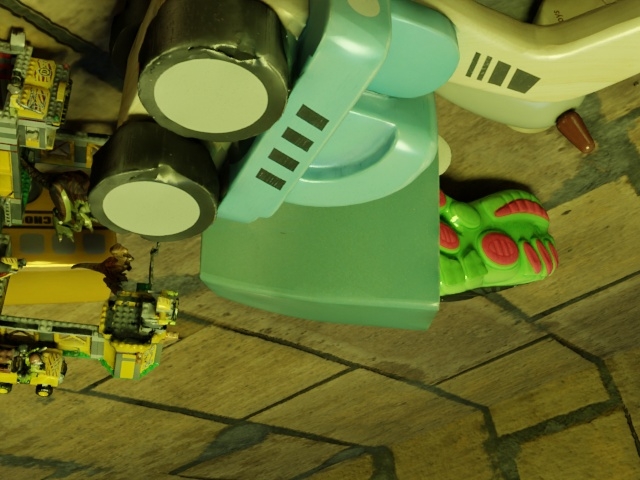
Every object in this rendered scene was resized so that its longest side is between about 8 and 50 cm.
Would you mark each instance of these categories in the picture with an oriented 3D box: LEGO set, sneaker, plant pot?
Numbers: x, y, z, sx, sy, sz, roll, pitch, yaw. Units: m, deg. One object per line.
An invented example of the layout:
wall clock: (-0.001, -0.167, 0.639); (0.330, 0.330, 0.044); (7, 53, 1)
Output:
LEGO set: (-0.232, -0.042, 0.784); (0.255, 0.331, 0.192); (14, 144, -8)
sneaker: (0.126, 0.017, 1.139); (0.483, 0.185, 0.202); (9, 151, -41)
plant pot: (0.000, 0.000, 0.881); (0.234, 0.165, 0.166); (1, 167, 4)

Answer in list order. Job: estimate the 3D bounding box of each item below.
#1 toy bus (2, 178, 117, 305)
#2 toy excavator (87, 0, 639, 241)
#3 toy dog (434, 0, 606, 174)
toy bus: (-0.403, 0.001, 0.933); (0.332, 0.130, 0.108); (-1, 149, -24)
toy excavator: (0.076, -0.157, 0.700); (0.445, 0.222, 0.433); (13, 144, -23)
toy dog: (0.161, -0.145, 0.903); (0.333, 0.161, 0.220); (-18, 151, 6)
